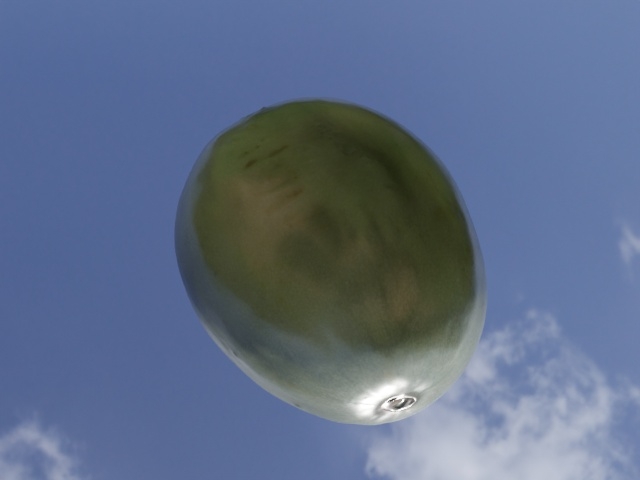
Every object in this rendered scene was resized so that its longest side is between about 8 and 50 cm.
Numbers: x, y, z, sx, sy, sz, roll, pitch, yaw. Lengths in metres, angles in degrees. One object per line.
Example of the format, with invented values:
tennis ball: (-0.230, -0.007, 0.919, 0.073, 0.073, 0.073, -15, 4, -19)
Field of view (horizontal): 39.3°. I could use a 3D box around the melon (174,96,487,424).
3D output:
melon: (0.009, 0.010, 0.780, 0.308, 0.272, 0.271, 38, -134, 20)
